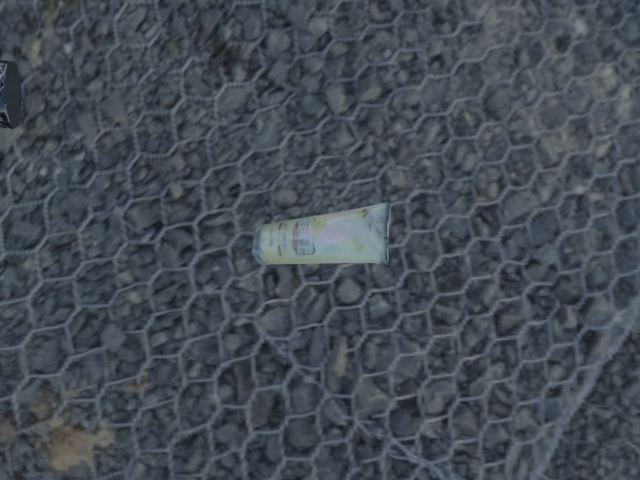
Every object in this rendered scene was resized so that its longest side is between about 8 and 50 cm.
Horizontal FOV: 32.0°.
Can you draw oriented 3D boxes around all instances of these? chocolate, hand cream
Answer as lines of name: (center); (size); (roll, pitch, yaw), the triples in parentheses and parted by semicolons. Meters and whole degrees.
chocolate: (-0.313, -0.117, 0.885); (0.147, 0.070, 0.072); (2, 57, 5)
hand cream: (0.000, 0.000, 1.066); (0.039, 0.143, 0.061); (37, 51, -57)
